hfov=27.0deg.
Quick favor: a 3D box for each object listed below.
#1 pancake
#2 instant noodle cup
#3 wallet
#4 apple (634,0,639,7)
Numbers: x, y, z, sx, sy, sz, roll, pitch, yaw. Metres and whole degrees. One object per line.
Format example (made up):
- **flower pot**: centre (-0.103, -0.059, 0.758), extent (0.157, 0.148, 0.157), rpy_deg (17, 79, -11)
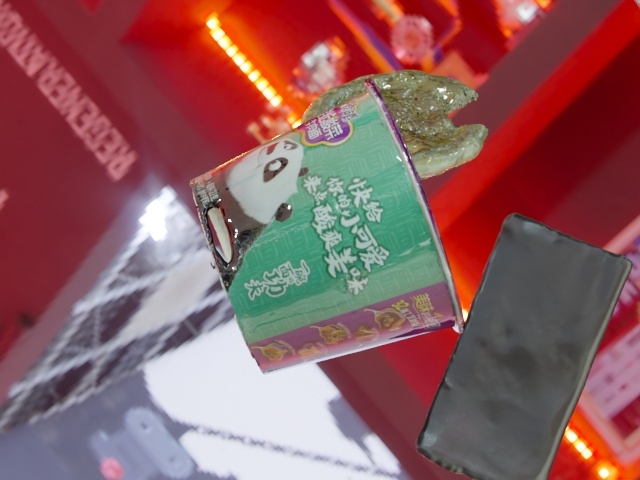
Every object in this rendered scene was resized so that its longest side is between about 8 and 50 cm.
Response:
- **pancake**: centre (0.094, -0.153, 1.735), extent (0.253, 0.253, 0.037), rpy_deg (-34, -42, -33)
- **instant noodle cup**: centre (0.000, 0.000, 1.221), extent (0.190, 0.251, 0.251), rpy_deg (-21, -12, 0)
- **wallet**: centre (0.211, 0.120, 1.391), extent (0.030, 0.146, 0.285), rpy_deg (121, 173, -76)
- **apple**: centre (0.442, -0.372, 1.319), extent (0.364, 0.364, 0.364), rpy_deg (-39, -11, -9)
